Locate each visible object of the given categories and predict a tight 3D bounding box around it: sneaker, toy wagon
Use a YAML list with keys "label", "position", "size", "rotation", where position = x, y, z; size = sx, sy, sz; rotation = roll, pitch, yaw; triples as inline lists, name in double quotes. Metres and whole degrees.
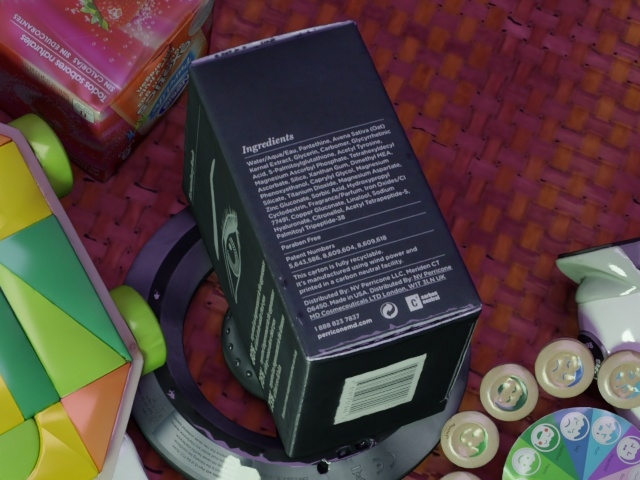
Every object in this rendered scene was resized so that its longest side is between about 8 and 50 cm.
- label: "sneaker"
  position: [0.324, 0.042, 1.233]
  size: [0.331, 0.122, 0.146]
  rotation: [-14, 87, -8]
- label: "toy wagon"
  position: [-0.256, 0.021, 1.095]
  size: [0.267, 0.068, 0.344]
  rotation: [-29, 93, -25]

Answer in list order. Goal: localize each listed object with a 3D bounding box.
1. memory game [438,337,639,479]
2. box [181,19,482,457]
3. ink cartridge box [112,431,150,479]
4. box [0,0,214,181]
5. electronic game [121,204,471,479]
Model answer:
- label: "memory game"
  position: [0.160, 0.153, 1.176]
  size: [0.186, 0.012, 0.186]
  rotation: [1, 97, 4]
- label: "box"
  position: [0.000, 0.000, 1.136]
  size: [0.108, 0.153, 0.207]
  rotation: [-16, 66, -13]
- label: "ink cartridge box"
  position: [-0.178, 0.198, 1.151]
  size: [0.189, 0.066, 0.232]
  rotation: [-33, 73, -16]
- label: "box"
  position: [-0.203, -0.172, 1.236]
  size: [0.257, 0.128, 0.122]
  rotation: [36, 72, 7]
- label: "electronic game"
  position: [-0.018, 0.063, 1.216]
  size: [0.229, 0.048, 0.229]
  rotation: [2, 62, -5]
